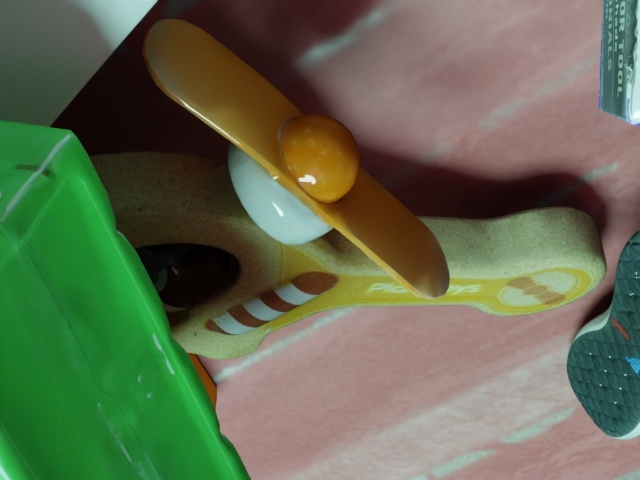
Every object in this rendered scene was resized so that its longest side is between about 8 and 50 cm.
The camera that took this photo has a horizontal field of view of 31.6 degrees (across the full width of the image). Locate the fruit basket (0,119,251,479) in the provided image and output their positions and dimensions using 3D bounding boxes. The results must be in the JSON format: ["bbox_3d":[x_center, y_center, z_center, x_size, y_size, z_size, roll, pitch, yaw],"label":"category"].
[{"bbox_3d":[-0.222,0.090,0.439,0.353,0.165,0.327,-9,125,17],"label":"fruit basket"}]

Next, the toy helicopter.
[{"bbox_3d":[0.000,0.000,0.586,0.355,0.140,0.235,1,149,-22],"label":"toy helicopter"}]

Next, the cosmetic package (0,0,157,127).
[{"bbox_3d":[-0.234,-0.085,0.500,0.197,0.155,0.365,31,125,-25],"label":"cosmetic package"}]

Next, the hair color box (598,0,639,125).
[{"bbox_3d":[0.280,-0.134,0.410,0.338,0.110,0.185,2,98,6],"label":"hair color box"}]

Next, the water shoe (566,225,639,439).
[{"bbox_3d":[0.210,0.053,0.675,0.080,0.073,0.203,-21,150,-18],"label":"water shoe"}]

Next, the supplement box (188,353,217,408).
[{"bbox_3d":[-0.125,0.103,0.740,0.098,0.036,0.062,-17,128,14],"label":"supplement box"}]
